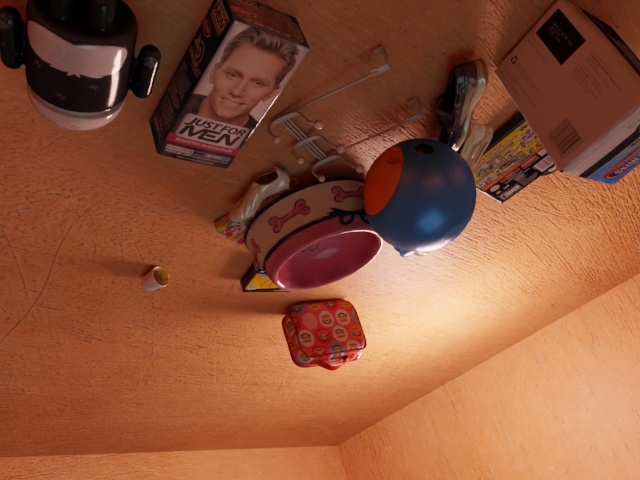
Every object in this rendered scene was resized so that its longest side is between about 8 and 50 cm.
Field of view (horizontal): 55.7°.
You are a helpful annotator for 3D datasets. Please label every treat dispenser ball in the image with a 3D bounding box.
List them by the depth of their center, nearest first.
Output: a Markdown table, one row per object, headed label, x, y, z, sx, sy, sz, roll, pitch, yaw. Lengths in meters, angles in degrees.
| label | x | y | z | sx | sy | sz | roll | pitch | yaw |
| --- | --- | --- | --- | --- | --- | --- | --- | --- | --- |
| treat dispenser ball | 0.250 | -0.114 | 1.542 | 0.287 | 0.288 | 0.288 | -15 | 148 | -9 |

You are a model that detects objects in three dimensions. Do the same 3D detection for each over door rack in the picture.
| label | x | y | z | sx | sy | sz | roll | pitch | yaw |
| --- | --- | --- | --- | --- | --- | --- | --- | --- | --- |
| over door rack | 0.071 | -0.271 | 1.426 | 0.324 | 0.108 | 0.239 | -31 | 148 | 15 |

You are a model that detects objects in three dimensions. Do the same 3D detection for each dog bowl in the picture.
| label | x | y | z | sx | sy | sz | roll | pitch | yaw |
| --- | --- | --- | --- | --- | --- | --- | --- | --- | --- |
| dog bowl | 0.000 | 0.000 | 1.722 | 0.407 | 0.151 | 0.408 | -19 | 155 | -9 |

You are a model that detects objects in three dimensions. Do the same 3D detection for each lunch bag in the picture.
| label | x | y | z | sx | sy | sz | roll | pitch | yaw |
| --- | --- | --- | --- | --- | --- | --- | --- | --- | --- |
| lunch bag | 0.021 | 0.354 | 2.215 | 0.292 | 0.258 | 0.120 | -1 | 143 | -29 |

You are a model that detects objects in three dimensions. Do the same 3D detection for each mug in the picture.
| label | x | y | z | sx | sy | sz | roll | pitch | yaw |
| --- | --- | --- | --- | --- | --- | --- | --- | --- | --- |
| mug | -0.479 | 0.118 | 1.754 | 0.064 | 0.062 | 0.078 | -26 | 143 | 24 |

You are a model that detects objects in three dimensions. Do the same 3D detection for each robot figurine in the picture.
| label | x | y | z | sx | sy | sz | roll | pitch | yaw |
| --- | --- | --- | --- | --- | --- | --- | --- | --- | --- |
| robot figurine | -0.404 | -0.318 | 1.021 | 0.173 | 0.209 | 0.278 | -43 | 169 | -44 |

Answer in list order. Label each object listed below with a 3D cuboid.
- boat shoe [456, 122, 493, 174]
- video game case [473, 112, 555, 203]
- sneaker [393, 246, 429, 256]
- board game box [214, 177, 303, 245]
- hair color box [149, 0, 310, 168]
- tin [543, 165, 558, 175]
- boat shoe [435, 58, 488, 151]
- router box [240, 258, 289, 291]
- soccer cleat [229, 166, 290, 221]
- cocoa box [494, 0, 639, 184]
| label | x | y | z | sx | sy | sz | roll | pitch | yaw |
| --- | --- | --- | --- | --- | --- | --- | --- | --- | --- |
| boat shoe | 0.385 | -0.199 | 1.683 | 0.098 | 0.109 | 0.302 | 2 | 137 | -15 |
| video game case | 0.569 | -0.240 | 1.791 | 0.248 | 0.035 | 0.275 | 21 | 132 | -35 |
| sneaker | 0.307 | -0.004 | 1.992 | 0.126 | 0.091 | 0.240 | -16 | 149 | -6 |
| board game box | -0.153 | -0.077 | 1.669 | 0.259 | 0.039 | 0.124 | -31 | 149 | 11 |
| hair color box | -0.193 | -0.308 | 1.218 | 0.173 | 0.105 | 0.347 | 7 | 138 | -38 |
| tin | 0.701 | -0.266 | 1.870 | 0.106 | 0.040 | 0.189 | -26 | 148 | 16 |
| boat shoe | 0.329 | -0.329 | 1.504 | 0.092 | 0.103 | 0.285 | -1 | 148 | -8 |
| router box | -0.151 | 0.115 | 1.949 | 0.178 | 0.046 | 0.133 | 3 | 142 | -34 |
| soccer cleat | -0.167 | -0.122 | 1.564 | 0.196 | 0.068 | 0.076 | -36 | 141 | 11 |
| cocoa box | 0.623 | -0.339 | 1.409 | 0.227 | 0.347 | 0.231 | 6 | 140 | -37 |
